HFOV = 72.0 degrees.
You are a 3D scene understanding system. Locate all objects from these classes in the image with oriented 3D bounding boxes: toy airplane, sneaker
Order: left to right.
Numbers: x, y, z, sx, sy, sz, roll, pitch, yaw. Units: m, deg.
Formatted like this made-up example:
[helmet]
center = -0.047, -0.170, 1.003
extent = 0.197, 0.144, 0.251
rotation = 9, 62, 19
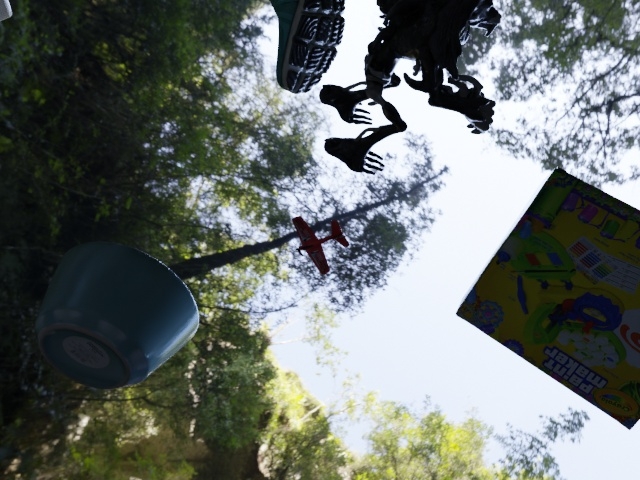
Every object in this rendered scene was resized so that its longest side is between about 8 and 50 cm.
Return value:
[sneaker]
center = -0.029, -0.343, 0.603
extent = 0.110, 0.107, 0.275
rotation = 14, -76, 31
[toy airplane]
center = 0.000, 0.000, 0.977
extent = 0.151, 0.028, 0.151
rotation = 15, -56, 24

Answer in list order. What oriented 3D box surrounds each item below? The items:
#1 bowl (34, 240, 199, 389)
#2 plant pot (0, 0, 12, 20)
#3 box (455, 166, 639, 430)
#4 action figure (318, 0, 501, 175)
[bowl]
center = -0.418, 0.174, 0.868
extent = 0.311, 0.311, 0.163
rotation = -19, -150, 24
[plant pot]
center = -0.461, -0.328, 0.551
extent = 0.109, 0.096, 0.109
rotation = -33, -112, -16
[box]
center = 0.427, 0.081, 0.722
extent = 0.290, 0.177, 0.279
rotation = 35, -78, 17
[action figure]
center = 0.104, -0.185, 0.462
extent = 0.275, 0.141, 0.164
rotation = -36, -121, 59
